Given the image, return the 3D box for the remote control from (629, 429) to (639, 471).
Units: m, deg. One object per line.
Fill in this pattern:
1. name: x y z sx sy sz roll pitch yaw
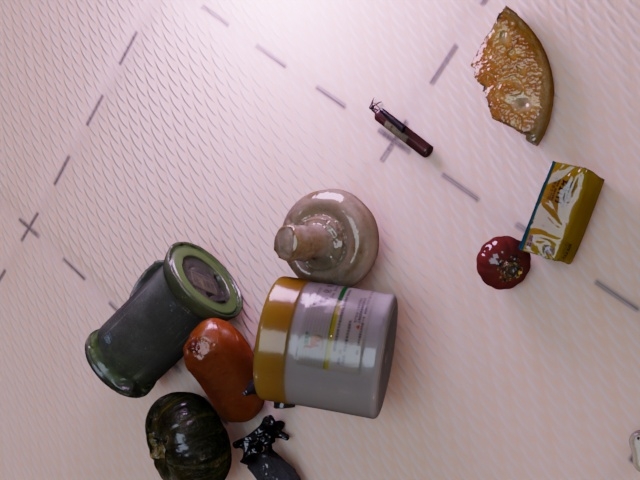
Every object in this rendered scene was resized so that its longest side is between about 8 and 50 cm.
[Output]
1. remote control: 0.587 0.352 1.476 0.122 0.032 0.074 -11 81 26

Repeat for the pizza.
1. pizza: 0.361 -0.303 1.626 0.134 0.056 0.271 -25 77 21

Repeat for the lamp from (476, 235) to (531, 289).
1. lamp: 0.334 0.041 1.598 0.101 0.090 0.101 -1 107 -4

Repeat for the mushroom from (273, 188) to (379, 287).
1. mushroom: 0.007 -0.012 1.718 0.206 0.209 0.206 -19 52 25

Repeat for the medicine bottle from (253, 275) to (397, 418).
1. medicine bottle: 0.015 0.198 1.642 0.231 0.238 0.238 8 90 11

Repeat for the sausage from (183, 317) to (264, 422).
1. sausage: -0.188 0.267 1.778 0.133 0.133 0.258 -5 127 27

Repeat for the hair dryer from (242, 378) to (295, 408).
1. hair dryer: -0.109 0.256 1.751 0.050 0.195 0.173 -9 82 21

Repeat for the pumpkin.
1. pumpkin: -0.281 0.425 1.831 0.223 0.157 0.224 30 127 50

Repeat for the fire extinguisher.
1. fire extinguisher: 0.150 -0.226 1.735 0.173 0.049 0.035 41 112 24

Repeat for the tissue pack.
1. tissue pack: 0.426 -0.046 1.539 0.082 0.120 0.169 23 96 28

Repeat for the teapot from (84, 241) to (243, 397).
1. teapot: -0.358 0.164 1.902 0.337 0.200 0.270 -43 44 20

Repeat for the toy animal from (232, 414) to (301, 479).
1. toy animal: -0.089 0.472 1.772 0.121 0.117 0.210 -39 68 13
